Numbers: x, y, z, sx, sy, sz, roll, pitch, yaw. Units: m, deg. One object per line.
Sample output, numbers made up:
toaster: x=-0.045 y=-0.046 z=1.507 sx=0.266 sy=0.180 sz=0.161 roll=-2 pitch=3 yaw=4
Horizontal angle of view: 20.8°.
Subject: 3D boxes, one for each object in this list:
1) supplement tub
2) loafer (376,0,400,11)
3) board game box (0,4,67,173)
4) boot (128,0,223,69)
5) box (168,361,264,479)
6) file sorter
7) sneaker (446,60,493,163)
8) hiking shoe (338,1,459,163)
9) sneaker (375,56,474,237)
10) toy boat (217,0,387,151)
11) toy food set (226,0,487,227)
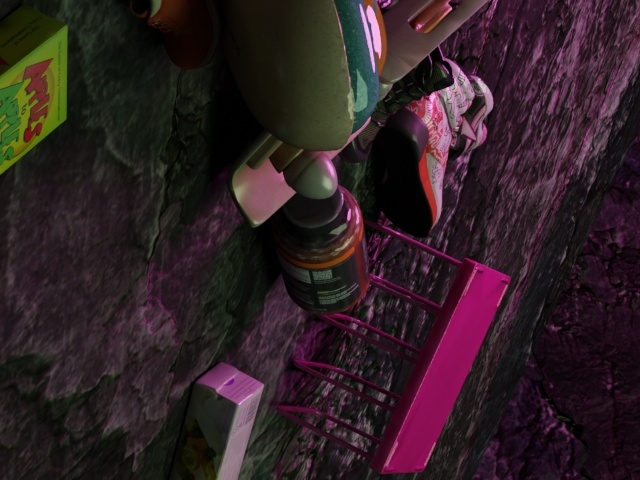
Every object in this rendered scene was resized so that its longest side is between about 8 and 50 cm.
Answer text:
supplement tub: x=0.000 y=0.000 z=1.981 sx=0.106 sy=0.106 sz=0.198 roll=-57 pitch=161 yaw=-21
loafer: x=0.047 y=-0.279 z=1.817 sx=0.267 sy=0.084 sz=0.096 roll=-32 pitch=113 yaw=-65
board game box: x=-0.253 y=-0.085 z=1.260 sx=0.181 sy=0.043 sz=0.092 roll=-47 pitch=155 yaw=-42
boot: x=-0.128 y=-0.194 z=1.456 sx=0.084 sy=0.059 sz=0.158 roll=-41 pitch=149 yaw=-31
box: x=-0.142 y=0.296 z=2.053 sx=0.067 sy=0.063 sz=0.324 roll=-34 pitch=146 yaw=-55
file sorter: x=0.091 y=0.136 z=2.293 sx=0.290 sy=0.182 sz=0.202 roll=-66 pitch=161 yaw=2
sneaker: x=0.183 y=-0.161 z=2.340 sx=0.077 sy=0.072 sz=0.178 roll=-45 pitch=150 yaw=-21
hiking shoe: x=0.088 y=-0.181 z=1.965 sx=0.086 sy=0.114 sz=0.227 roll=-21 pitch=134 yaw=-64
sneaker: x=0.141 y=-0.121 z=2.234 sx=0.145 sy=0.090 sz=0.270 roll=-54 pitch=157 yaw=-23
toy boat: x=-0.001 y=-0.229 z=1.432 sx=0.148 sy=0.267 sz=0.318 roll=-11 pitch=141 yaw=-14
toy food set: x=0.050 y=-0.142 z=1.707 sx=0.220 sy=0.092 sz=0.306 roll=-44 pitch=-179 yaw=-37
